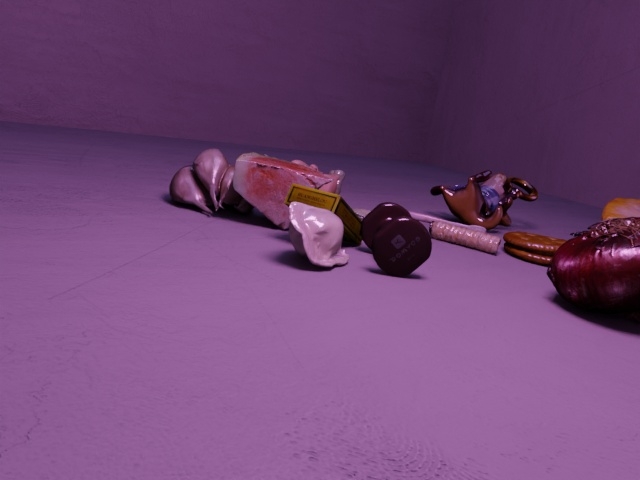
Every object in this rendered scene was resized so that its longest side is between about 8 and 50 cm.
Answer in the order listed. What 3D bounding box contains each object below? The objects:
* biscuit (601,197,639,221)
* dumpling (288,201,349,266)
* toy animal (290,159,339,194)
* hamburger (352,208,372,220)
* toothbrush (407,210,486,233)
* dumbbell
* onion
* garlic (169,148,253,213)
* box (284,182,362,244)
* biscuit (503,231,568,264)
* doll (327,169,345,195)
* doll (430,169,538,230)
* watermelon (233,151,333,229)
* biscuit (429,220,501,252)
[{"bbox_3d":[1.001,0.010,1.708,0.430,0.104,0.446,14,30,6],"label":"biscuit"},{"bbox_3d":[0.000,0.000,1.359,0.229,0.124,0.151,25,36,-56],"label":"dumpling"},{"bbox_3d":[-0.055,-0.169,1.915,0.198,0.171,0.171,18,15,22],"label":"toy animal"},{"bbox_3d":[0.132,-0.054,1.768,0.133,0.062,0.140,14,12,13],"label":"hamburger"},{"bbox_3d":[0.418,-0.064,2.083,0.307,0.025,0.029,13,22,14],"label":"toothbrush"},{"bbox_3d":[0.176,-0.008,1.442,0.124,0.140,0.225,47,5,-13],"label":"dumbbell"},{"bbox_3d":[0.666,0.070,1.324,0.314,0.232,0.314,-12,5,1],"label":"onion"},{"bbox_3d":[-0.306,-0.147,1.758,0.237,0.210,0.292,46,14,4],"label":"garlic"},{"bbox_3d":[0.018,-0.064,1.537,0.141,0.064,0.220,16,-11,26],"label":"box"},{"bbox_3d":[0.657,0.023,1.805,0.221,0.066,0.220,7,11,-1],"label":"biscuit"},{"bbox_3d":[-0.034,-0.193,2.148,0.275,0.113,0.155,-6,11,-29],"label":"doll"},{"bbox_3d":[0.599,-0.159,2.208,0.318,0.209,0.340,23,16,34],"label":"doll"},{"bbox_3d":[-0.100,-0.161,1.671,0.232,0.193,0.310,43,7,22],"label":"watermelon"},{"bbox_3d":[0.429,-0.010,1.805,0.219,0.055,0.061,15,50,26],"label":"biscuit"}]
